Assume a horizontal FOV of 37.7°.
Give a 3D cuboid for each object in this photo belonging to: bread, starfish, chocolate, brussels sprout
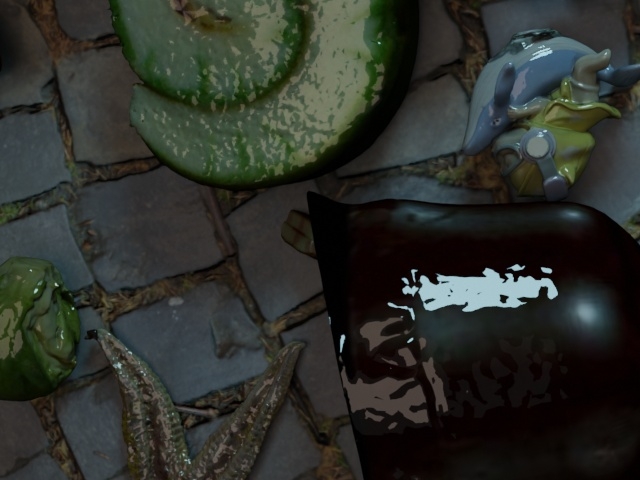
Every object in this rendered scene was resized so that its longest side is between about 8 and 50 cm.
[{"bbox_3d":[0.000,0.000,1.105,0.109,0.062,0.043,23,100,9],"label":"bread"},{"bbox_3d":[-0.182,0.306,1.150,0.398,0.132,0.383,1,87,30],"label":"starfish"},{"bbox_3d":[0.178,0.105,0.938,0.331,0.383,0.383,-14,91,1],"label":"chocolate"},{"bbox_3d":[-0.391,0.113,1.185,0.146,0.131,0.183,-8,90,11],"label":"brussels sprout"},{"bbox_3d":[-0.076,-0.237,1.070,0.366,0.129,0.382,39,104,8],"label":"bread"}]

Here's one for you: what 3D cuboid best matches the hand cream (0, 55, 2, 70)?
[{"bbox_3d":[-0.503,-0.244,1.156,0.193,0.193,0.125,-21,92,16],"label":"hand cream"}]

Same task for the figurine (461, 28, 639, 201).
[{"bbox_3d":[0.248,-0.137,0.992,0.209,0.128,0.183,-20,92,12],"label":"figurine"}]
